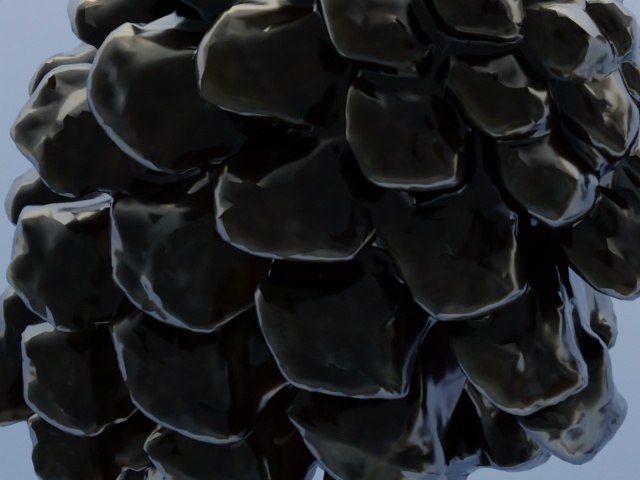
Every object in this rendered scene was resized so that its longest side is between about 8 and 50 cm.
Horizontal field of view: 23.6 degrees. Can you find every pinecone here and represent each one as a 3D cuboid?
[{"bbox_3d":[0.004,0.001,0.424,0.184,0.179,0.205,42,-71,44],"label":"pinecone"}]
